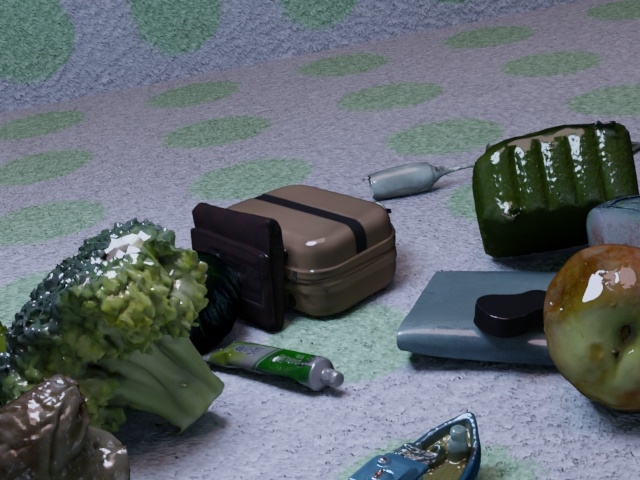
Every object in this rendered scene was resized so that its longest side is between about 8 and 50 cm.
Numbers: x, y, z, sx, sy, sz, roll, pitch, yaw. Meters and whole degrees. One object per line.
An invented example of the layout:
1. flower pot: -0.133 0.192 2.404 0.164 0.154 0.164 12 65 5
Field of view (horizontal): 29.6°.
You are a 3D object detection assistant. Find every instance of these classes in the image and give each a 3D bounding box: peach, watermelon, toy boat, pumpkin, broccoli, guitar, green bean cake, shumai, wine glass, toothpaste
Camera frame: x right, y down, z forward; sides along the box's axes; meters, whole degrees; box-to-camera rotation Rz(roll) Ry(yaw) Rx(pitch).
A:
1. peach: 0.382 0.105 1.536 0.214 0.214 0.235 -6 1 7
2. watermelon: 0.526 0.003 1.756 0.175 0.188 0.321 -30 32 -26
3. toy boat: 0.108 0.265 1.378 0.109 0.098 0.238 13 29 37
4. pumpkin: -0.219 0.094 1.872 0.201 0.140 0.202 -15 30 9
5. broccoli: -0.262 0.138 1.644 0.348 0.281 0.293 -46 3 15
6. guitar: 0.342 0.093 1.689 0.271 0.038 0.084 -6 24 -21
7. green bean cake: 0.373 -0.079 1.952 0.249 0.156 0.247 -8 -17 5
8. shumai: -0.339 0.284 1.439 0.218 0.185 0.184 -35 4 -7
9. wine glass: 0.215 -0.131 2.401 0.262 0.074 0.074 -12 21 -4
10. toothpaste: -0.065 0.178 1.748 0.248 0.047 0.078 8 25 42

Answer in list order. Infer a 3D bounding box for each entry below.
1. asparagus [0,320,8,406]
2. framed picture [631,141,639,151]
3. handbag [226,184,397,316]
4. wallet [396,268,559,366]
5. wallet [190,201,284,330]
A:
1. asparagus: -0.491 0.204 1.754 0.108 0.128 0.382 29 23 -2
2. framed picture: 0.548 -0.172 2.451 0.142 0.011 0.183 13 30 43
3. handbag: 0.000 0.000 2.043 0.283 0.149 0.301 -21 22 -34
4. wallet: 0.260 0.109 1.787 0.251 0.054 0.290 3 18 18
5. wallet: -0.139 0.037 1.952 0.049 0.182 0.229 -11 17 -36
